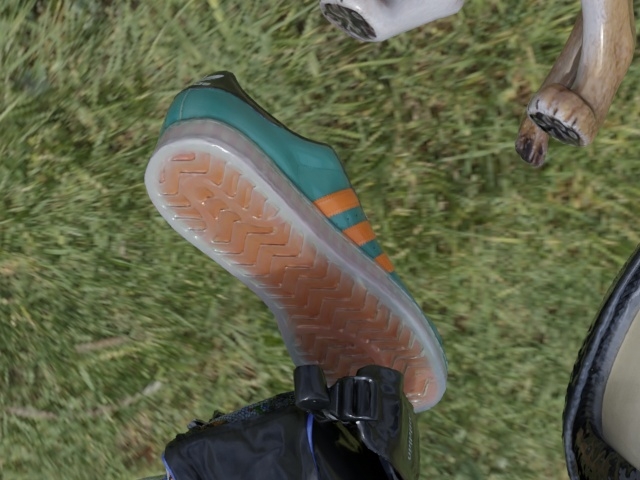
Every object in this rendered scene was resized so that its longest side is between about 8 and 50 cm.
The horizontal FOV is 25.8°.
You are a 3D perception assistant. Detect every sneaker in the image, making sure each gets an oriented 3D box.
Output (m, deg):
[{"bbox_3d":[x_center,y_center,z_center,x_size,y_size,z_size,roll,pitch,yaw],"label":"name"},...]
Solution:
[{"bbox_3d":[0.000,0.000,1.007,0.302,0.108,0.121,50,33,-28],"label":"sneaker"}]

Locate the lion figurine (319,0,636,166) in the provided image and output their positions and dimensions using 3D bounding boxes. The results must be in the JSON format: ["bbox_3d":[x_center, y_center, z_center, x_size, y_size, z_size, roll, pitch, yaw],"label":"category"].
[{"bbox_3d":[0.061,-0.223,0.578,0.240,0.142,0.392,-59,138,-14],"label":"lion figurine"}]

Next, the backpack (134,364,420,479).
[{"bbox_3d":[-0.013,0.222,0.900,0.213,0.263,0.276,-13,85,13],"label":"backpack"}]

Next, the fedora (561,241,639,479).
[{"bbox_3d":[0.279,0.047,0.656,0.334,0.152,0.334,-23,138,-23],"label":"fedora"}]
